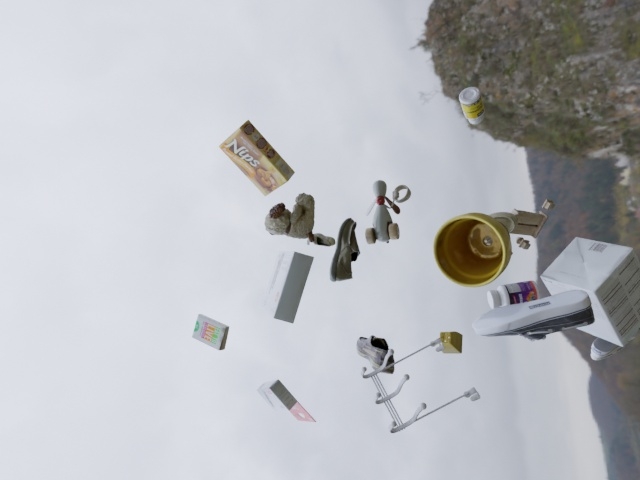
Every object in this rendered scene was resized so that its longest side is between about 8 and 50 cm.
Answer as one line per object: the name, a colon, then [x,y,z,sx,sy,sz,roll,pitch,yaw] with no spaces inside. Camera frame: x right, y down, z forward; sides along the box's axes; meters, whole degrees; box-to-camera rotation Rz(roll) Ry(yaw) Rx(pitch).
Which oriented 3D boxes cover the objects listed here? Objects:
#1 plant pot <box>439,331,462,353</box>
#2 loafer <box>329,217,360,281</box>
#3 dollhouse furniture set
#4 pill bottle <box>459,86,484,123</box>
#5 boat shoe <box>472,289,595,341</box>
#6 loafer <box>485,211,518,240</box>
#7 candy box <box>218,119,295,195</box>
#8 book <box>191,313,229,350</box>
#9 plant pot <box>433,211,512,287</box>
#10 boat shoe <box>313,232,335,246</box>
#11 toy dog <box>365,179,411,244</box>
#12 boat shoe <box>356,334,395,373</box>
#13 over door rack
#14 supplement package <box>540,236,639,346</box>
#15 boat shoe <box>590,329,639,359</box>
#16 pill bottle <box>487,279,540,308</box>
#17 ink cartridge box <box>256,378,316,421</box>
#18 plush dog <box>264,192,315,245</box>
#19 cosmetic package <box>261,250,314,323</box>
plant pot: [0.521,0.407,1.856,0.083,0.082,0.081,41,-129,-44]
loafer: [0.096,0.036,1.579,0.094,0.088,0.251,81,-159,-60]
dollhouse furniture set: [0.955,-0.099,2.356,0.173,0.304,0.355,-113,35,-52]
pill bottle: [0.485,-0.425,1.456,0.116,0.065,0.065,43,-132,-51]
boat shoe: [0.572,0.224,1.236,0.108,0.302,0.102,-55,-56,-71]
loafer: [0.661,-0.039,1.859,0.101,0.269,0.092,61,-147,-20]
candy box: [-0.290,-0.370,2.095,0.316,0.183,0.087,48,-135,-17]
book: [-0.421,0.350,1.758,0.035,0.144,0.096,11,-86,-63]
plant pot: [0.566,0.017,1.637,0.239,0.254,0.253,-17,-83,-51]
boat shoe: [0.001,0.002,2.191,0.048,0.153,0.056,-29,-56,-42]
toy dog: [0.316,-0.117,2.260,0.333,0.220,0.161,-69,-25,-13]
boat shoe: [0.287,0.547,2.305,0.133,0.355,0.130,13,-85,-20]
over door rack: [0.326,0.462,1.525,0.239,0.325,0.108,-119,15,-46]
supplement package: [0.906,0.161,1.491,0.198,0.199,0.262,-44,-67,-9]
boat shoe: [1.254,0.430,1.968,0.258,0.095,0.084,-20,-48,-17]
pill bottle: [0.823,0.238,1.961,0.108,0.194,0.108,-10,-90,-86]
ink cartridge box: [-0.157,0.718,2.000,0.060,0.275,0.239,-40,-93,-27]
plush dog: [-0.148,-0.079,2.122,0.226,0.262,0.210,2,-126,-17]
cosmetic package: [-0.154,0.191,2.008,0.098,0.377,0.284,16,-96,-14]
